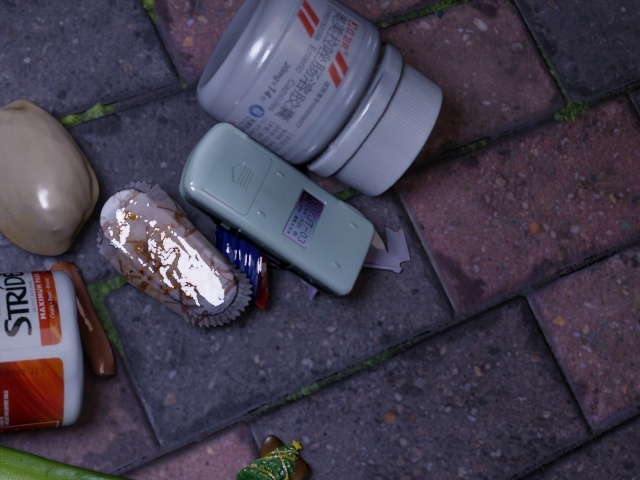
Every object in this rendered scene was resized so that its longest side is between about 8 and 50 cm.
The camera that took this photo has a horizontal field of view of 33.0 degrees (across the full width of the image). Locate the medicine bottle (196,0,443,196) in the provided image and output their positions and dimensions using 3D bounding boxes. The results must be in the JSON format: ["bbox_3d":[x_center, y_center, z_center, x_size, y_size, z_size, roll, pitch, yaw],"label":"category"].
[{"bbox_3d":[0.001,-0.224,1.589,0.306,0.245,0.245,30,66,-17],"label":"medicine bottle"}]

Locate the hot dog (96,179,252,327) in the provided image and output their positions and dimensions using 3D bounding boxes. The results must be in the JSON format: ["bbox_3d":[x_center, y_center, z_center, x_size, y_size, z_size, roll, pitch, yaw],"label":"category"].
[{"bbox_3d":[-0.208,0.023,1.516,0.253,0.069,0.131,40,89,6],"label":"hot dog"}]

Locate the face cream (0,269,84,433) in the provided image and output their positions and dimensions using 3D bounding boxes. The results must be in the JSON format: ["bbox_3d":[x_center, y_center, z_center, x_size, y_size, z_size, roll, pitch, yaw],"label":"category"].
[{"bbox_3d":[-0.403,0.142,1.362,0.187,0.201,0.201,-3,74,-19],"label":"face cream"}]

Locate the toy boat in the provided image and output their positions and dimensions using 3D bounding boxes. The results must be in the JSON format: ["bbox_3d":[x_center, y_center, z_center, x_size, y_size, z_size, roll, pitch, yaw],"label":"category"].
[{"bbox_3d":[-0.018,-0.024,1.617,0.318,0.072,0.219,-16,81,-25],"label":"toy boat"}]

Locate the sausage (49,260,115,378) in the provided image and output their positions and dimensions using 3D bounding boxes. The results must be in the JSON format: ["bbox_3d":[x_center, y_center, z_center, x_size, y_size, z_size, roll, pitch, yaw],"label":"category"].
[{"bbox_3d":[-0.325,0.108,1.482,0.040,0.047,0.176,-22,79,-20],"label":"sausage"}]

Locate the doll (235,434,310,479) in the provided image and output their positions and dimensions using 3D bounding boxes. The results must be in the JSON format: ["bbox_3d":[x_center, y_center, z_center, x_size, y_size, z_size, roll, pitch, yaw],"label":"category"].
[{"bbox_3d":[-0.059,0.311,1.487,0.078,0.076,0.113,40,64,7],"label":"doll"}]

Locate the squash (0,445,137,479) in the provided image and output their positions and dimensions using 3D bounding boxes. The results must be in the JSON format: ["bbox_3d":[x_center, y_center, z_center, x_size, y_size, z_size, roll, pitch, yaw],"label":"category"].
[{"bbox_3d":[-0.361,0.322,1.374,0.379,0.101,0.101,19,68,-16],"label":"squash"}]

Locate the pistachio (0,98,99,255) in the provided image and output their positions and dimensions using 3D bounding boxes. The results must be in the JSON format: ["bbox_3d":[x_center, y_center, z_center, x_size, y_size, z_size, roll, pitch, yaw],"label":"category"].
[{"bbox_3d":[-0.387,-0.085,1.482,0.152,0.126,0.223,-11,75,-22],"label":"pistachio"}]

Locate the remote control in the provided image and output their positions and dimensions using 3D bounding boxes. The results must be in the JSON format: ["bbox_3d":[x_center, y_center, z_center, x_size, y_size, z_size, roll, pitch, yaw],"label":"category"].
[{"bbox_3d":[-0.061,-0.041,1.534,0.296,0.056,0.140,34,57,-18],"label":"remote control"}]
